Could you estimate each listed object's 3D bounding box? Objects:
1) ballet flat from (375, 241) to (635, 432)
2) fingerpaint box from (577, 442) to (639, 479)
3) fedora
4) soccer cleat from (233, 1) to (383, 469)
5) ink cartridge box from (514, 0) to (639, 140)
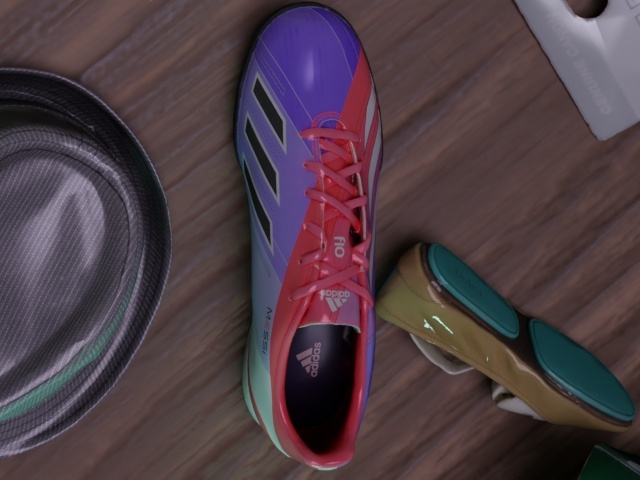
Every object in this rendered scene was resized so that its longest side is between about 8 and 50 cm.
[{"bbox_3d":[0.136,0.084,1.033,0.232,0.080,0.073,37,120,-19],"label":"ballet flat"},{"bbox_3d":[0.273,0.415,1.045,0.371,0.163,0.444,22,98,-39],"label":"fingerpaint box"},{"bbox_3d":[-0.205,0.026,0.864,0.244,0.124,0.275,37,83,-23],"label":"fedora"},{"bbox_3d":[0.000,0.000,0.937,0.109,0.116,0.318,-2,105,-15],"label":"soccer cleat"},{"bbox_3d":[0.292,-0.297,0.981,0.385,0.091,0.308,-31,112,12],"label":"ink cartridge box"}]
